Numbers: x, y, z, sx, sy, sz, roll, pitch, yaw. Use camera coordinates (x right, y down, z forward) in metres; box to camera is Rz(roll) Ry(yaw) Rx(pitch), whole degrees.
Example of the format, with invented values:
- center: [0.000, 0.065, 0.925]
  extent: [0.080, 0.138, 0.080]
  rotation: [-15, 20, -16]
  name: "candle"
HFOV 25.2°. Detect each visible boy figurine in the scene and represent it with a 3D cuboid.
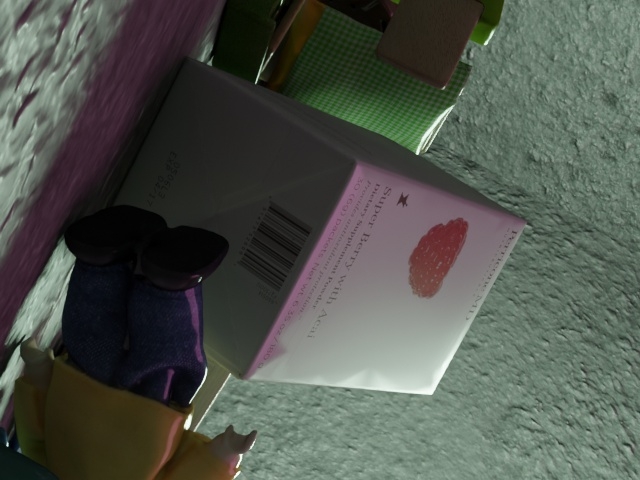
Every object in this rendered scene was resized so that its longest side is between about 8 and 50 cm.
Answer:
- center: [-0.127, 0.129, 0.971]
  extent: [0.092, 0.177, 0.285]
  rotation: [-40, 142, -63]
  name: "boy figurine"

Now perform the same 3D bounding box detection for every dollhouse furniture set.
- center: [0.017, -0.134, 1.245]
  extent: [0.151, 0.198, 0.301]
  rotation: [-63, 180, -26]
  name: "dollhouse furniture set"

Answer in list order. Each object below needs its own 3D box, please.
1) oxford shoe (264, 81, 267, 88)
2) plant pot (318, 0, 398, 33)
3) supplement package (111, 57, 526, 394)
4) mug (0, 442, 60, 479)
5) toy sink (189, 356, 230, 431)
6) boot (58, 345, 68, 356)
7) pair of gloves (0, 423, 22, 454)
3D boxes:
- center: [-0.003, -0.165, 1.667]
  extent: [0.348, 0.130, 0.123]
  rotation: [-62, 180, 37]
  name: "oxford shoe"
- center: [0.059, -0.269, 1.417]
  extent: [0.165, 0.167, 0.167]
  rotation: [-53, 175, -30]
  name: "plant pot"
- center: [0.000, 0.000, 1.120]
  extent: [0.293, 0.175, 0.177]
  rotation: [13, 107, -58]
  name: "supplement package"
- center: [-0.217, 0.198, 0.921]
  extent: [0.129, 0.097, 0.158]
  rotation: [-62, 179, -10]
  name: "mug"
- center: [-0.156, 0.119, 1.335]
  extent: [0.234, 0.131, 0.153]
  rotation: [-57, 180, 4]
  name: "toy sink"
- center: [-0.206, 0.109, 1.193]
  extent: [0.087, 0.042, 0.118]
  rotation: [-56, -179, 17]
  name: "boot"
- center: [-0.214, 0.153, 1.096]
  extent: [0.198, 0.023, 0.159]
  rotation: [-38, 166, -49]
  name: "pair of gloves"
